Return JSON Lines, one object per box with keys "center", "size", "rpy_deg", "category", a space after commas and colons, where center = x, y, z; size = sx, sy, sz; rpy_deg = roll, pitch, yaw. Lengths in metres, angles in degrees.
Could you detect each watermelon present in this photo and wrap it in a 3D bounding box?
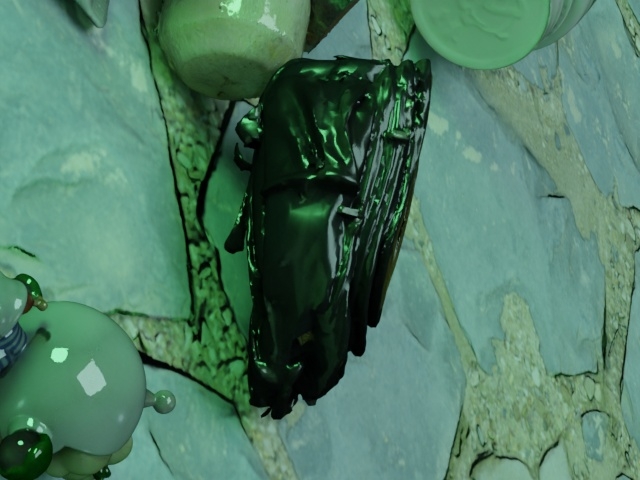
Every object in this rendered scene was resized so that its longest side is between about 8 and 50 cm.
{"center": [0.004, -0.219, 1.256], "size": [0.101, 0.080, 0.155], "rpy_deg": [40, 34, 10], "category": "watermelon"}

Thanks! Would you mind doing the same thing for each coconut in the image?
{"center": [-0.062, -0.167, 1.077], "size": [0.110, 0.110, 0.124], "rpy_deg": [37, 51, -46], "category": "coconut"}

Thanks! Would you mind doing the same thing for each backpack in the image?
{"center": [0.000, 0.000, 1.055], "size": [0.206, 0.133, 0.258], "rpy_deg": [81, 17, -71], "category": "backpack"}

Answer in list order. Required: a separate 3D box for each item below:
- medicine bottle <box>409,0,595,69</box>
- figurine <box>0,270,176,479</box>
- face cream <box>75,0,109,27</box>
{"center": [0.199, -0.279, 1.470], "size": [0.170, 0.170, 0.293], "rpy_deg": [66, 31, -15], "category": "medicine bottle"}
{"center": [-0.169, 0.066, 0.815], "size": [0.197, 0.093, 0.147], "rpy_deg": [36, 26, -37], "category": "figurine"}
{"center": [-0.201, -0.276, 0.913], "size": [0.314, 0.089, 0.143], "rpy_deg": [48, 36, -49], "category": "face cream"}
